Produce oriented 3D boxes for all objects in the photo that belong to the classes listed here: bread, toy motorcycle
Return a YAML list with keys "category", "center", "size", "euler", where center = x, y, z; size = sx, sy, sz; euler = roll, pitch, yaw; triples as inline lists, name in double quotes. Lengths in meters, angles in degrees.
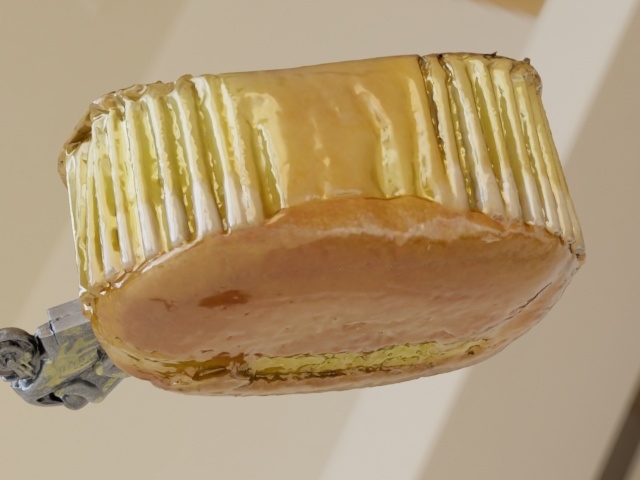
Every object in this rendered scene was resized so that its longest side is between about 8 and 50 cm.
- category: "bread"
  center: [0.000, 0.000, 1.100]
  size: [0.288, 0.156, 0.204]
  euler: [-2, 156, -21]
- category: "toy motorcycle"
  center: [-0.216, 0.107, 1.809]
  size: [0.124, 0.193, 0.061]
  euler: [87, 162, -44]
